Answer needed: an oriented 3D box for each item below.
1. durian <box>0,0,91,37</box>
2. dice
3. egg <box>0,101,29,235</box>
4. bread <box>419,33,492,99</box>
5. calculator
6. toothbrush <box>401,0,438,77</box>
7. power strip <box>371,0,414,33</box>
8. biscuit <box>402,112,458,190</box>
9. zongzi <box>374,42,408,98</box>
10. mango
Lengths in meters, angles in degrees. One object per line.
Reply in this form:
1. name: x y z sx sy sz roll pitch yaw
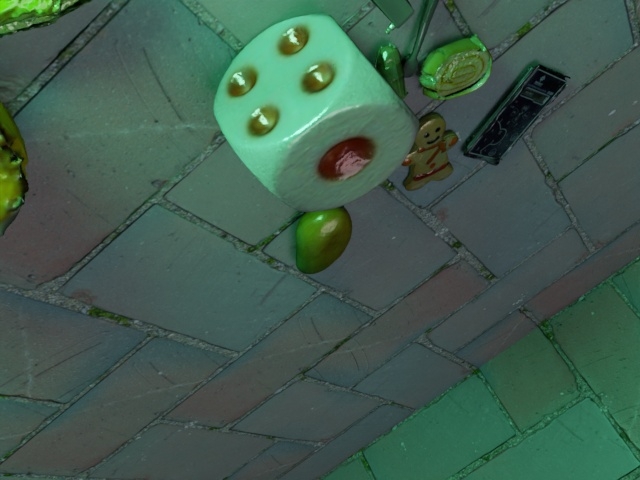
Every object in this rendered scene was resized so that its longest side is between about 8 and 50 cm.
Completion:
1. durian: -0.388 -0.331 0.835 0.375 0.132 0.106 -21 170 -4
2. dice: -0.006 -0.219 1.139 0.259 0.251 0.243 -38 144 12
3. egg: -0.562 -0.132 0.881 0.337 0.201 0.337 -15 138 -15
4. bread: 0.272 -0.348 1.344 0.156 0.064 0.117 -18 140 -14
5. calculator: 0.468 -0.296 1.588 0.165 0.028 0.274 5 133 -41
6. toothbrush: 0.201 -0.432 1.213 0.030 0.031 0.297 -3 138 -21
7. power strip: 0.046 -0.420 1.005 0.061 0.145 0.215 -41 144 15
8. biscuit: 0.252 -0.204 1.548 0.153 0.030 0.234 -24 147 -11
9. zongzi: 0.121 -0.325 1.286 0.055 0.119 0.109 -14 106 -15
10. mango: 0.007 -0.003 1.576 0.137 0.091 0.237 -14 150 -12
